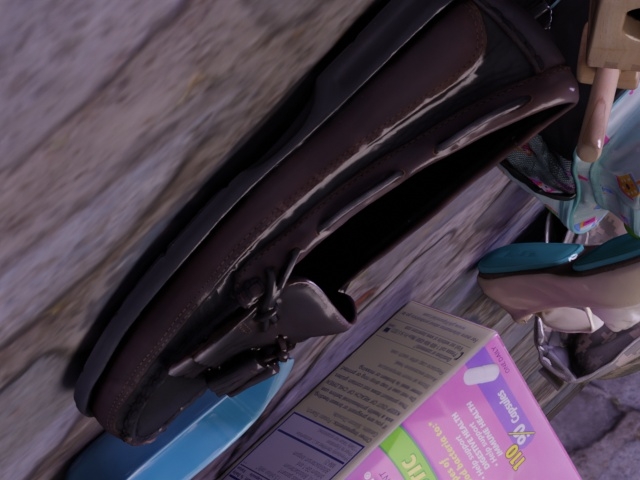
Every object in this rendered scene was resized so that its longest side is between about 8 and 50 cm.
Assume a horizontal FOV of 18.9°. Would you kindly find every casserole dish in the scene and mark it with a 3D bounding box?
[{"bbox_3d":[-0.093,0.120,1.151,0.188,0.037,0.114,-38,165,-30],"label":"casserole dish"}]

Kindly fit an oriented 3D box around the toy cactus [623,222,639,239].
[{"bbox_3d":[0.287,-0.109,1.476,0.219,0.112,0.180,-52,-175,-29],"label":"toy cactus"}]

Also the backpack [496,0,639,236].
[{"bbox_3d":[0.182,-0.087,1.158,0.166,0.144,0.188,-49,171,-11],"label":"backpack"}]

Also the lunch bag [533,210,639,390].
[{"bbox_3d":[0.299,0.010,1.768,0.287,0.169,0.235,-52,167,7],"label":"lunch bag"}]

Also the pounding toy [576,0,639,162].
[{"bbox_3d":[0.180,-0.122,0.942,0.206,0.094,0.181,78,19,-75],"label":"pounding toy"}]

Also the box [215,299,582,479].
[{"bbox_3d":[0.067,0.211,1.495,0.243,0.213,0.117,-41,-151,-18],"label":"box"}]

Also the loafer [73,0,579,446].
[{"bbox_3d":[0.000,0.000,0.940,0.302,0.095,0.109,-49,167,12],"label":"loafer"}]

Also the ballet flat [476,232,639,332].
[{"bbox_3d":[0.225,0.036,1.563,0.086,0.086,0.248,-40,-164,-27],"label":"ballet flat"}]
